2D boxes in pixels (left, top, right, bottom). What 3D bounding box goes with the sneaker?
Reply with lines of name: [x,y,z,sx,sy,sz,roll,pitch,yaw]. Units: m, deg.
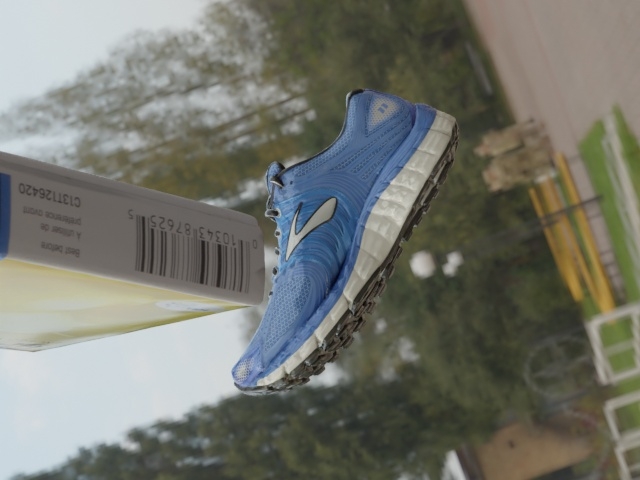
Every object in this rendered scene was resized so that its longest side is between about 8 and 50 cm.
sneaker: [0.000,0.000,1.294,0.147,0.330,0.130,29,176,13]

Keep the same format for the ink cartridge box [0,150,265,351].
ink cartridge box: [-0.247,0.018,0.784,0.304,0.307,0.072,12,-113,-48]
